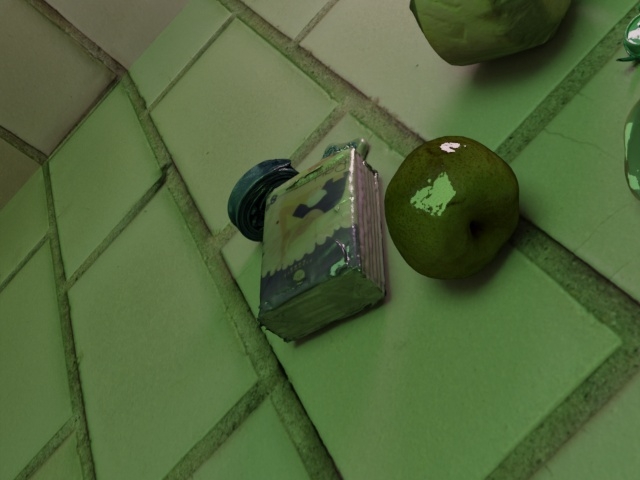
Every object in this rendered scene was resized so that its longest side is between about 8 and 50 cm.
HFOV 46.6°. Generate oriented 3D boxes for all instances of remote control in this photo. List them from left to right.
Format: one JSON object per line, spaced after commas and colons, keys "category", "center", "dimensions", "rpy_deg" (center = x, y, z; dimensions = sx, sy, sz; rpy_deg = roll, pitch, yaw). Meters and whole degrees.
{"category": "remote control", "center": [0.050, -0.188, 1.634], "dimensions": [0.122, 0.032, 0.074], "rpy_deg": [-5, 55, 46]}

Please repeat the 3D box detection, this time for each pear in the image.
{"category": "pear", "center": [0.205, -0.056, 1.213], "dimensions": [0.228, 0.188, 0.211], "rpy_deg": [-51, 38, 2]}

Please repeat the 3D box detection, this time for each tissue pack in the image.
{"category": "tissue pack", "center": [0.000, 0.000, 1.440], "dimensions": [0.242, 0.125, 0.343], "rpy_deg": [-29, 38, 28]}

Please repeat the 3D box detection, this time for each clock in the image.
{"category": "clock", "center": [0.548, -0.339, 1.224], "dimensions": [0.101, 0.041, 0.135], "rpy_deg": [21, 75, 53]}

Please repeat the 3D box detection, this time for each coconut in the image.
{"category": "coconut", "center": [0.302, -0.478, 1.413], "dimensions": [0.329, 0.329, 0.328], "rpy_deg": [-28, 41, 28]}

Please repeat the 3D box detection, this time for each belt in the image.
{"category": "belt", "center": [-0.113, -0.090, 1.629], "dimensions": [0.190, 0.141, 0.082], "rpy_deg": [-47, 37, 0]}

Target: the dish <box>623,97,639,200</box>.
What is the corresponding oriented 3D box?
{"category": "dish", "center": [0.528, -0.133, 1.005], "dimensions": [0.229, 0.081, 0.229], "rpy_deg": [-15, 71, 53]}
